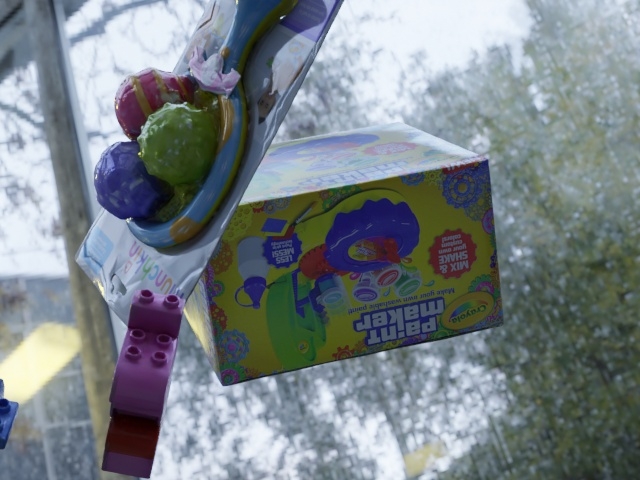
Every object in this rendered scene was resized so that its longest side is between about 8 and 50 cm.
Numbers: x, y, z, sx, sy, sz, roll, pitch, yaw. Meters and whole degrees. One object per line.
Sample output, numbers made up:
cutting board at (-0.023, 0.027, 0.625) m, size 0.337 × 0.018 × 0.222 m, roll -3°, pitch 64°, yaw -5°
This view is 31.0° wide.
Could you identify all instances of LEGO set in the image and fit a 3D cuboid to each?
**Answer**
LEGO set at (-0.101, 0.084, 0.353) m, size 0.087 × 0.227 × 0.093 m, roll 11°, pitch -55°, yaw -5°

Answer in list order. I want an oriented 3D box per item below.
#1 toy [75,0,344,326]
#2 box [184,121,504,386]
toy at (-0.082, -0.072, 0.660) m, size 0.056 × 0.137 × 0.237 m, roll 28°, pitch -83°, yaw -37°
box at (0.000, 0.000, 1.211) m, size 0.290 × 0.279 × 0.177 m, roll -11°, pitch -74°, yaw -13°
